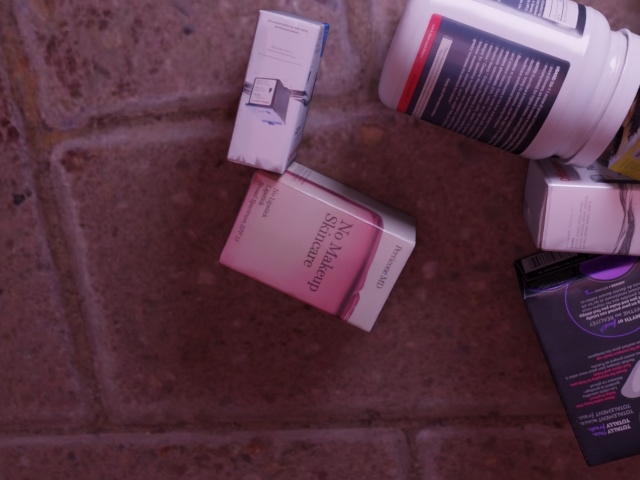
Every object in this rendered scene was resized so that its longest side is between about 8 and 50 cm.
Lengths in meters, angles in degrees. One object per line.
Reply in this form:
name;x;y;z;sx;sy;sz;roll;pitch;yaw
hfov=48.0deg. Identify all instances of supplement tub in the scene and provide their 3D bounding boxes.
supplement tub;0.223;-0.212;0.872;0.272;0.191;0.191;21;109;2

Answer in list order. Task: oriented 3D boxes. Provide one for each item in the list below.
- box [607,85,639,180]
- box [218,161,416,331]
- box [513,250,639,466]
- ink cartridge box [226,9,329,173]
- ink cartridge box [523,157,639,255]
box;0.404;-0.188;0.843;0.058;0.087;0.232;22;68;2
box;0.000;0.000;1.003;0.233;0.127;0.148;25;108;0
box;0.391;0.142;0.981;0.165;0.143;0.270;-20;104;16
ink cartridge box;-0.054;-0.198;0.943;0.082;0.139;0.190;14;109;2
ink cartridge box;0.381;-0.046;0.917;0.218;0.158;0.092;2;109;7
